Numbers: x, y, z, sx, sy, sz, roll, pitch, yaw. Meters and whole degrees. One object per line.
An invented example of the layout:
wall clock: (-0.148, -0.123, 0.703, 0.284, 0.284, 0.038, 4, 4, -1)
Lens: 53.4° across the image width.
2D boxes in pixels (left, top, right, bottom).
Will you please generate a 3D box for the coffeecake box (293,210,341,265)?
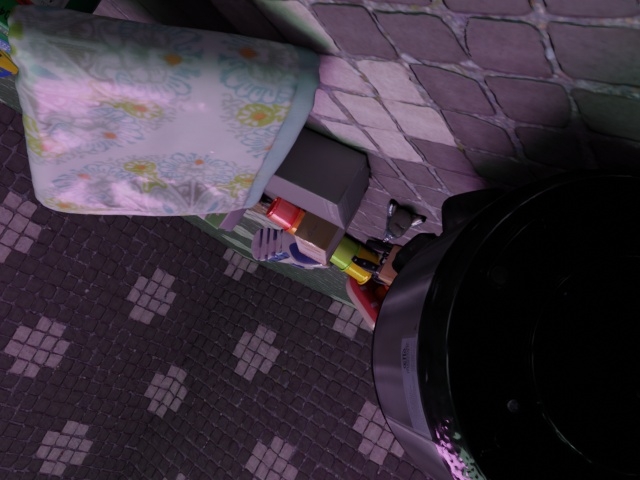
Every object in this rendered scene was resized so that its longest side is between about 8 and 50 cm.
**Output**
coffeecake box: (0.016, -0.039, 1.214, 0.068, 0.142, 0.185, 28, 171, 6)

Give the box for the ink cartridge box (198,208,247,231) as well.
ink cartridge box: (-0.343, -0.125, 1.870, 0.219, 0.092, 0.160, 36, -177, 6)

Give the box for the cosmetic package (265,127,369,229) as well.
cosmetic package: (-0.043, -0.124, 1.048, 0.238, 0.107, 0.127, 29, 169, 17)

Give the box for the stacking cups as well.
stacking cups: (0.000, 0.000, 1.658, 0.316, 0.096, 0.096, 31, 171, -14)

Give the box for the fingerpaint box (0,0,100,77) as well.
fingerpaint box: (-0.517, -0.393, 0.757, 0.445, 0.163, 0.371, 35, 169, -36)

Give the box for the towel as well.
towel: (-0.204, -0.134, 0.810, 0.321, 0.090, 0.374, 0, 158, -21)

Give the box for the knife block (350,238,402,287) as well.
knife block: (0.195, 0.069, 1.457, 0.242, 0.088, 0.275, 27, 173, 0)

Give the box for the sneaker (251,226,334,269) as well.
sneaker: (-0.041, 0.019, 1.880, 0.182, 0.127, 0.315, 10, 175, -43)

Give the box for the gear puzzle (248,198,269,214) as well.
gear puzzle: (-0.191, -0.119, 1.774, 0.175, 0.044, 0.339, 17, 169, 47)

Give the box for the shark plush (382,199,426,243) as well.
shark plush: (0.129, -0.026, 1.186, 0.073, 0.067, 0.161, 30, 171, -12)

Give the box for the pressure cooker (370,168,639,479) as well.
pressure cooker: (0.245, 0.131, 0.733, 0.375, 0.370, 0.420, 32, 168, 1)

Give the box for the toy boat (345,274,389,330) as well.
toy boat: (0.183, 0.151, 1.846, 0.151, 0.151, 0.231, 5, -136, -54)
